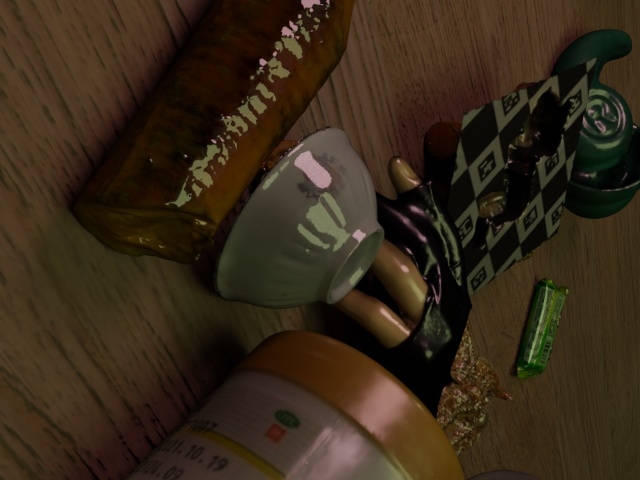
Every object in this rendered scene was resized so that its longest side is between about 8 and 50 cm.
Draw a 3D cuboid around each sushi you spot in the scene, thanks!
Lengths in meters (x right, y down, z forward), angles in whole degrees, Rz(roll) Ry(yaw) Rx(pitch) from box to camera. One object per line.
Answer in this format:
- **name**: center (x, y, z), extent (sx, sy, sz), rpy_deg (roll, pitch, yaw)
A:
- **sushi**: center (0.227, -0.075, 0.975), extent (0.294, 0.059, 0.292), rpy_deg (-27, 134, -36)

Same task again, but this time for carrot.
- **carrot**: center (-0.066, -0.118, 0.599), extent (0.301, 0.114, 0.114), rpy_deg (-60, 140, -19)
- **carrot**: center (0.187, -0.125, 0.973), extent (0.139, 0.048, 0.048), rpy_deg (-5, 105, -53)

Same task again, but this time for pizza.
- **pizza**: center (-0.021, -0.061, 0.740), extent (0.099, 0.029, 0.100), rpy_deg (-40, 131, -39)

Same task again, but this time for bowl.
- **bowl**: center (0.000, 0.000, 0.675), extent (0.189, 0.086, 0.189), rpy_deg (-47, 160, -23)

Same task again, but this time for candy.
- **candy**: center (0.381, 0.155, 1.316), extent (0.102, 0.032, 0.178), rpy_deg (17, 89, -49)

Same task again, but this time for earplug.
- **earplug**: center (0.439, -0.171, 1.227), extent (0.257, 0.164, 0.280), rpy_deg (-93, 175, -45)

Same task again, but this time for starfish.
- **starfish**: center (0.175, 0.230, 1.035), extent (0.293, 0.084, 0.301), rpy_deg (-51, 140, -31)

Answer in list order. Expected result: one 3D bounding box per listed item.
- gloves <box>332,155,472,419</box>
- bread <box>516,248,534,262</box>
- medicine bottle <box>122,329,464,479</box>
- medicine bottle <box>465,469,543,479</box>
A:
- **gloves**: center (0.088, 0.058, 0.839), extent (0.197, 0.152, 0.300), rpy_deg (-51, 128, -70)
- **bread**: center (0.293, -0.011, 1.123), extent (0.110, 0.066, 0.060), rpy_deg (-55, 150, -29)
- **medicine bottle**: center (-0.035, 0.234, 0.642), extent (0.232, 0.238, 0.237), rpy_deg (-41, 131, -35)
- **medicine bottle**: center (0.290, 0.535, 1.142), extent (0.224, 0.224, 0.384), rpy_deg (-45, 135, -35)
